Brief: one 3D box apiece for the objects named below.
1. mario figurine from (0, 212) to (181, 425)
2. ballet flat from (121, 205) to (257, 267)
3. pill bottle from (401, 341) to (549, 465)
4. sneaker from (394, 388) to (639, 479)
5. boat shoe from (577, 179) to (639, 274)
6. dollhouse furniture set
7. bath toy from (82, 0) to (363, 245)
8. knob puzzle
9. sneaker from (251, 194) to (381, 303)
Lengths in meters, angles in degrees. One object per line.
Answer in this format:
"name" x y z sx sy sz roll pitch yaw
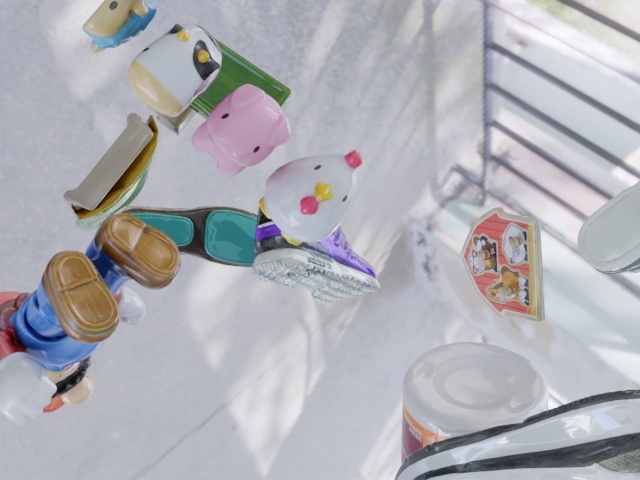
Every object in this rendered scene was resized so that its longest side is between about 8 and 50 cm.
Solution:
"mario figurine" -0.238 0.101 0.972 0.198 0.170 0.320 1 159 -34
"ballet flat" -0.222 -0.018 1.764 0.316 0.106 0.107 10 92 -21
"pill bottle" 0.239 0.381 1.582 0.224 0.224 0.392 -25 126 -34
"sneaker" 0.246 0.343 1.126 0.169 0.257 0.447 4 156 -31
"boat shoe" 0.484 -0.056 1.264 0.319 0.116 0.099 -34 148 20
"dollhouse furniture set" -0.194 -0.107 1.352 0.301 0.151 0.197 -53 180 -11
"bath toy" -0.091 -0.138 1.056 0.129 0.348 0.151 -38 -165 33
"knob puzzle" 0.296 0.039 1.663 0.030 0.213 0.213 -12 132 -30
"sneaker" 0.001 0.000 1.420 0.102 0.146 0.293 -14 161 24
